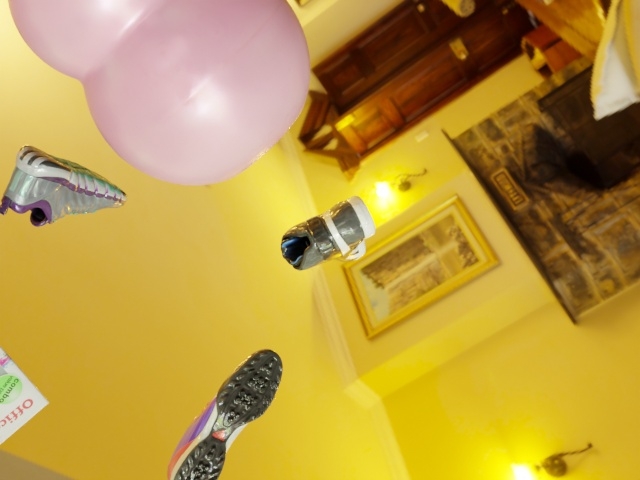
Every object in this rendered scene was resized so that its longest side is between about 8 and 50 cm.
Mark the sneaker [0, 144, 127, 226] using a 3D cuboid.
[{"bbox_3d":[-0.368,-0.063,0.932,0.083,0.098,0.224,31,-179,18],"label":"sneaker"}]

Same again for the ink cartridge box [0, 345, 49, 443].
[{"bbox_3d":[-0.649,0.227,1.112,0.197,0.198,0.270,9,134,50],"label":"ink cartridge box"}]

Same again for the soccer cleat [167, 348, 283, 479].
[{"bbox_3d":[-0.192,0.339,1.259,0.109,0.318,0.116,37,170,-27],"label":"soccer cleat"}]

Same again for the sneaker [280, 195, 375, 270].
[{"bbox_3d":[0.000,0.000,0.926,0.217,0.121,0.079,103,142,-77],"label":"sneaker"}]

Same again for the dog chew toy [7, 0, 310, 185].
[{"bbox_3d":[-0.164,-0.205,0.563,0.332,0.207,0.206,45,-164,-20],"label":"dog chew toy"}]
